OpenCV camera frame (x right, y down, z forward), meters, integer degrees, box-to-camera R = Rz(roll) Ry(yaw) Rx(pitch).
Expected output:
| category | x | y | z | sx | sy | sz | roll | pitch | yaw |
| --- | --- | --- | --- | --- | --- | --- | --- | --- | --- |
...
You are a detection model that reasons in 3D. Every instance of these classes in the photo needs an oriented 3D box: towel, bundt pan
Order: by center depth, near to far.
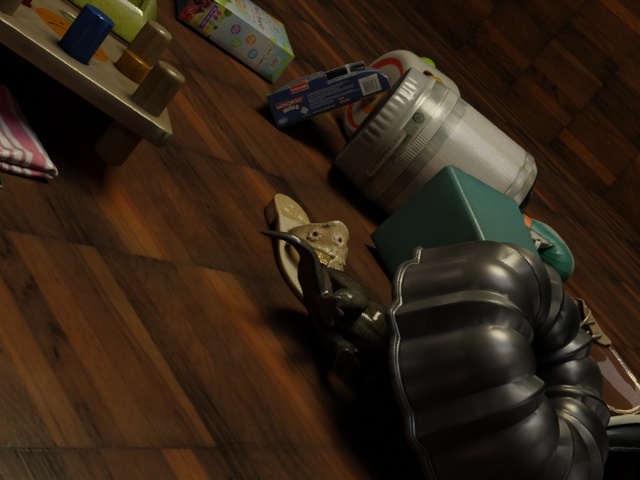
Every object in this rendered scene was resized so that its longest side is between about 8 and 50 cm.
| category | x | y | z | sx | sy | sz | roll | pitch | yaw |
| --- | --- | --- | --- | --- | --- | --- | --- | --- | --- |
| towel | -0.354 | -0.129 | 1.086 | 0.197 | 0.029 | 0.144 | 15 | 32 | -51 |
| bundt pan | 0.206 | 0.146 | 1.180 | 0.331 | 0.124 | 0.331 | 36 | 45 | -45 |

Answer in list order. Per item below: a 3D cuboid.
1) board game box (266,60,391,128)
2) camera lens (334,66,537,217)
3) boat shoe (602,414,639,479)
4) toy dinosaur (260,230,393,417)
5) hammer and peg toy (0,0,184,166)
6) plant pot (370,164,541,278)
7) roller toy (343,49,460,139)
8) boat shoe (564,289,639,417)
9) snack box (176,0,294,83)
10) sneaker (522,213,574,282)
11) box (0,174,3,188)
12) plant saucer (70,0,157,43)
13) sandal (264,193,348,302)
| category | x | y | z | sx | sy | sz | roll | pitch | yaw |
| --- | --- | --- | --- | --- | --- | --- | --- | --- | --- |
| board game box | 0.011 | -0.252 | 1.859 | 0.194 | 0.194 | 0.060 | -103 | 174 | -78 |
| camera lens | 0.188 | -0.114 | 1.782 | 0.274 | 0.219 | 0.219 | 39 | 19 | -6 |
| boat shoe | 0.417 | 0.305 | 1.455 | 0.340 | 0.127 | 0.113 | 23 | 49 | -48 |
| toy dinosaur | 0.040 | 0.096 | 1.251 | 0.313 | 0.121 | 0.160 | 30 | 9 | -15 |
| hammer and peg toy | -0.319 | -0.241 | 1.206 | 0.361 | 0.127 | 0.266 | 34 | 13 | -25 |
| plant pot | 0.212 | 0.051 | 1.566 | 0.165 | 0.165 | 0.234 | 24 | 33 | -40 |
| roller toy | 0.141 | -0.235 | 2.003 | 0.146 | 0.191 | 0.209 | 29 | 20 | -32 |
| boat shoe | 0.346 | 0.142 | 1.620 | 0.123 | 0.116 | 0.324 | -28 | 55 | -27 |
| snack box | -0.153 | -0.386 | 1.972 | 0.207 | 0.070 | 0.174 | 33 | 20 | -26 |
| sneaker | 0.314 | -0.021 | 2.007 | 0.302 | 0.108 | 0.121 | 39 | 18 | 21 |
| box | -0.339 | -0.110 | 1.001 | 0.094 | 0.027 | 0.137 | 13 | 55 | -52 |
| plant saucer | -0.321 | -0.379 | 1.674 | 0.188 | 0.045 | 0.188 | 35 | 19 | -16 |
| sandal | -0.005 | -0.002 | 1.387 | 0.088 | 0.079 | 0.240 | 27 | 23 | -33 |
